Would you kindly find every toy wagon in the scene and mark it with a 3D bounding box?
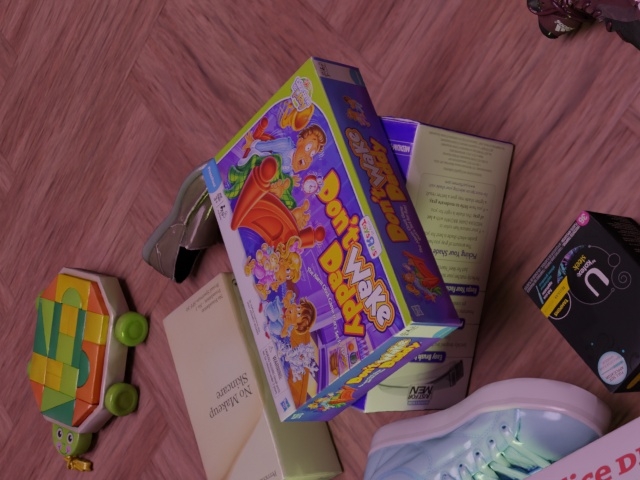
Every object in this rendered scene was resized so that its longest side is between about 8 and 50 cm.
[{"bbox_3d":[-0.409,0.224,2.006,0.267,0.068,0.344,10,93,45],"label":"toy wagon"}]

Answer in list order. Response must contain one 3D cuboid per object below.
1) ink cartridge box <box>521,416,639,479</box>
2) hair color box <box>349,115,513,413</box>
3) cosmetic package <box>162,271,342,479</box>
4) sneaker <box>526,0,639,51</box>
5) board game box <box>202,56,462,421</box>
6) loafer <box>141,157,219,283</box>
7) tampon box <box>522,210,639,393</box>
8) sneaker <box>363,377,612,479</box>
[{"bbox_3d":[0.340,0.357,1.029,0.285,0.166,0.395,-38,42,33],"label":"ink cartridge box"},{"bbox_3d":[0.110,0.031,1.425,0.110,0.185,0.339,12,94,45],"label":"hair color box"},{"bbox_3d":[-0.101,0.216,1.669,0.160,0.113,0.309,-39,59,36],"label":"cosmetic package"},{"bbox_3d":[0.321,-0.251,1.316,0.162,0.106,0.281,-43,47,39],"label":"sneaker"},{"bbox_3d":[0.000,0.000,1.353,0.233,0.078,0.347,-42,56,37],"label":"board game box"},{"bbox_3d":[-0.178,-0.030,1.797,0.087,0.094,0.251,52,126,21],"label":"loafer"},{"bbox_3d":[0.323,0.066,1.266,0.161,0.101,0.120,53,122,34],"label":"tampon box"},{"bbox_3d":[0.180,0.268,1.339,0.366,0.135,0.150,-33,34,50],"label":"sneaker"}]
